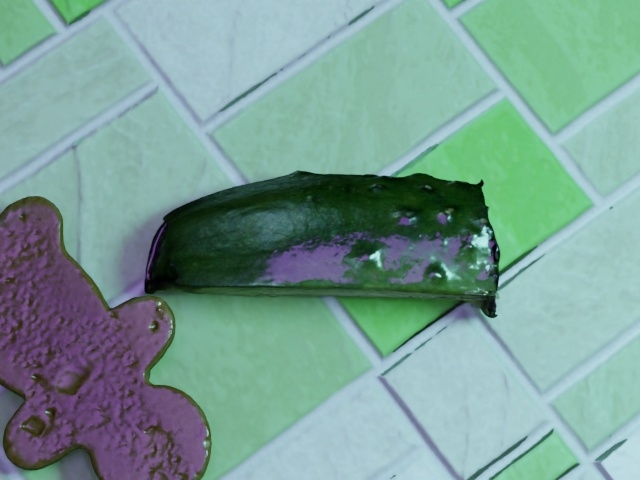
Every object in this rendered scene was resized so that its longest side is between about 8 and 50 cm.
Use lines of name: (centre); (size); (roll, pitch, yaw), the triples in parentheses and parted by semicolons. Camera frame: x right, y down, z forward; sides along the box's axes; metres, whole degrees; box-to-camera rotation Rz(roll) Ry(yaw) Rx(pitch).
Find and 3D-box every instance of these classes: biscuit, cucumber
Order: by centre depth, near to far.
biscuit: (-0.218, 0.116, 1.718); (0.301, 0.049, 0.197); (43, 85, 11)
cucumber: (0.000, -0.003, 1.740); (0.325, 0.105, 0.145); (0, 74, 0)
